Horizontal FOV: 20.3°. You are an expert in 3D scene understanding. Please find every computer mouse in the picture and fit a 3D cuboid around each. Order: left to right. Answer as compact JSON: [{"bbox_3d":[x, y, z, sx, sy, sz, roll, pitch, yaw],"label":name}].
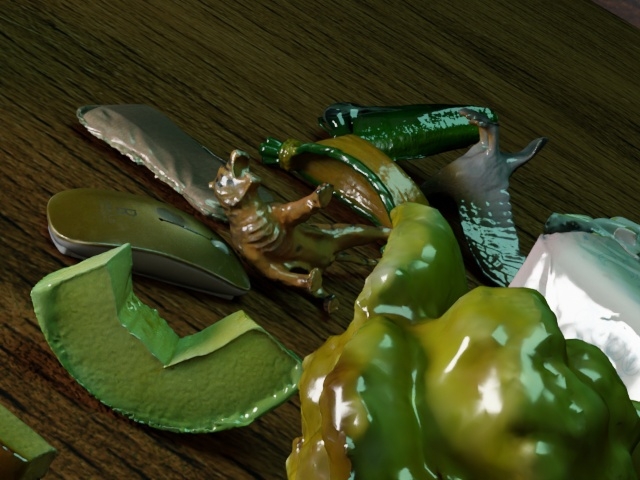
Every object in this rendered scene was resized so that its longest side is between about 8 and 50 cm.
[{"bbox_3d":[-0.152,0.000,1.618,0.199,0.045,0.102,16,26,-23],"label":"computer mouse"}]

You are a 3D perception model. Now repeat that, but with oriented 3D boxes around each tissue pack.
[{"bbox_3d":[0.259,0.142,1.548,0.124,0.201,0.271,16,22,-43],"label":"tissue pack"}]

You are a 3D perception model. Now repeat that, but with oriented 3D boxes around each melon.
[{"bbox_3d":[-0.123,0.079,1.377,0.209,0.118,0.064,36,6,-8],"label":"melon"}]

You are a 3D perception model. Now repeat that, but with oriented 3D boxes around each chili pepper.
[{"bbox_3d":[0.104,-0.137,2.141,0.216,0.062,0.108,-1,25,-1],"label":"chili pepper"}]

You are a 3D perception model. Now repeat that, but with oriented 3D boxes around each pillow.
[{"bbox_3d":[-0.147,-0.082,1.832,0.211,0.034,0.135,37,20,23],"label":"pillow"}]

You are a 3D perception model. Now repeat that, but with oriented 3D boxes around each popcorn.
[{"bbox_3d":[0.090,0.166,1.230,0.290,0.326,0.321,33,66,8],"label":"popcorn"}]

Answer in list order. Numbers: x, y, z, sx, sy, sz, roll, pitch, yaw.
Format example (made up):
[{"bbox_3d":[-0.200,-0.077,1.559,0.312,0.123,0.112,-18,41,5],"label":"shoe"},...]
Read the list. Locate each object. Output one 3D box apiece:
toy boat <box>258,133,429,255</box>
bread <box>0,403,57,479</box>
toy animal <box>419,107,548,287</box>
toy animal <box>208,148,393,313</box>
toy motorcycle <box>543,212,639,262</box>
[{"bbox_3d":[0.033,-0.056,1.936,0.088,0.089,0.229,-35,56,-22],"label":"toy boat"},{"bbox_3d":[-0.277,0.108,1.162,0.226,0.088,0.049,35,24,18],"label":"bread"},{"bbox_3d":[0.156,-0.071,2.030,0.197,0.160,0.272,17,16,-17],"label":"toy animal"},{"bbox_3d":[-0.004,0.007,1.731,0.116,0.114,0.255,18,-5,35],"label":"toy animal"},{"bbox_3d":[0.373,0.016,2.152,0.228,0.074,0.151,15,21,-24],"label":"toy motorcycle"}]
